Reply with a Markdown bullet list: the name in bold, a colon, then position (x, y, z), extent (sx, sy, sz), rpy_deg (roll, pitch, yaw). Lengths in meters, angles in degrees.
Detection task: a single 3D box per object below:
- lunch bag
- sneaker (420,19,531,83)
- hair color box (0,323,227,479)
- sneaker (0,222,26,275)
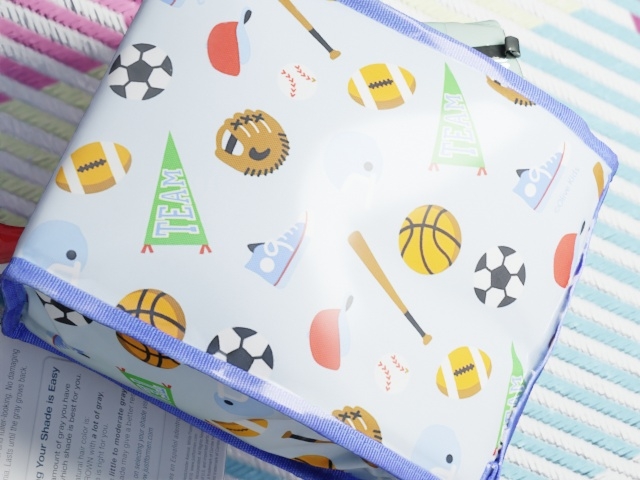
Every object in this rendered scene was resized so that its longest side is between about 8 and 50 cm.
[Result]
- **lunch bag**: position (0.000, 0.000, 1.335), extent (0.385, 0.239, 0.328), rpy_deg (24, 74, -2)
- **sneaker**: position (0.129, -0.070, 1.533), extent (0.151, 0.094, 0.256), rpy_deg (-11, 87, -11)
- **hair color box**: position (-0.251, 0.162, 1.377), extent (0.347, 0.105, 0.174), rpy_deg (14, 63, -17)
- **sneaker**: position (-0.309, -0.022, 1.409), extent (0.221, 0.087, 0.128), rpy_deg (-8, 91, -18)
